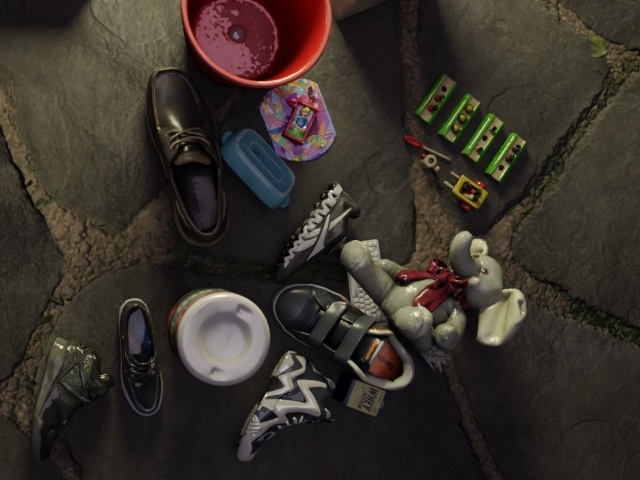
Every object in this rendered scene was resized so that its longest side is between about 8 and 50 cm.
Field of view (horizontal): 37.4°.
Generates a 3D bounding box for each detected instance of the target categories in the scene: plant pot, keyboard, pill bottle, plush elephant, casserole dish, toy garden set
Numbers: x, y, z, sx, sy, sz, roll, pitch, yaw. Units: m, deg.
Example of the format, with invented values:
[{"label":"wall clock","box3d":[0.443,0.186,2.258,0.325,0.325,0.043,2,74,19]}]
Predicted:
[{"label":"plant pot","box3d":[-0.140,-0.402,1.773,0.275,0.243,0.274,0,90,-15]},{"label":"keyboard","box3d":[0.099,0.129,1.951,0.072,0.014,0.255,-8,91,-15]},{"label":"pill bottle","box3d":[-0.196,0.168,1.732,0.161,0.283,0.161,0,90,-15]},{"label":"plush elephant","box3d":[0.253,0.097,1.868,0.255,0.272,0.330,-41,132,0]},{"label":"casserole dish","box3d":[-0.116,-0.147,1.848,0.188,0.037,0.114,47,35,-12]},{"label":"toy garden set","box3d":[0.297,-0.198,1.988,0.244,0.049,0.203,37,81,-12]}]

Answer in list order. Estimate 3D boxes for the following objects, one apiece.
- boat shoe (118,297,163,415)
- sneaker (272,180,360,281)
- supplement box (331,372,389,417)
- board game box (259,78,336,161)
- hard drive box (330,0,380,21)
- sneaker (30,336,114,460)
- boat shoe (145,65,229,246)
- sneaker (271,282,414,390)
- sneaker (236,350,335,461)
[{"label":"boat shoe","box3d":[-0.340,0.224,1.800,0.080,0.076,0.228,-4,90,-15]},{"label":"sneaker","box3d":[0.000,0.000,1.892,0.106,0.078,0.234,37,79,-9]},{"label":"supplement box","box3d":[0.080,0.312,1.908,0.083,0.083,0.056,23,85,-15]},{"label":"board game box","box3d":[-0.042,-0.244,1.906,0.133,0.033,0.168,-22,95,-14]},{"label":"hard drive box","box3d":[0.137,-0.537,1.881,0.232,0.181,0.089,-25,95,-15]},{"label":"sneaker","box3d":[-0.462,0.304,1.761,0.130,0.087,0.227,15,80,-8]},{"label":"boat shoe","box3d":[-0.241,-0.164,1.801,0.132,0.130,0.355,-17,94,-15]},{"label":"sneaker","box3d":[0.054,0.187,1.875,0.321,0.127,0.126,31,86,-8]},{"label":"sneaker","box3d":[-0.055,0.351,1.865,0.153,0.094,0.234,30,72,-4]}]
